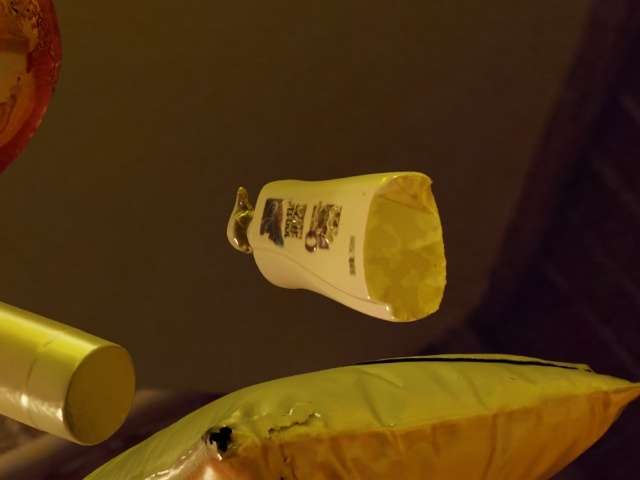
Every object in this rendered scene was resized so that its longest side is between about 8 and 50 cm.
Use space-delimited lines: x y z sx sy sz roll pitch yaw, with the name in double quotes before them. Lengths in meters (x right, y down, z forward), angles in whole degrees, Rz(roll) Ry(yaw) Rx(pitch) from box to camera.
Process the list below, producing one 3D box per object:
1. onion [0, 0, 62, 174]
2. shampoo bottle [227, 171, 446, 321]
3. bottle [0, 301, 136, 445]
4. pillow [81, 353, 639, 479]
"onion" -0.184 -0.079 0.836 0.150 0.140 0.150 -2 -79 -13
"shampoo bottle" 0.000 0.000 0.699 0.141 0.034 0.049 5 -73 65
"bottle" -0.220 0.076 1.310 0.201 0.072 0.072 16 -87 34
"pillow" -0.021 0.149 1.108 0.310 0.312 0.119 -37 -113 41
